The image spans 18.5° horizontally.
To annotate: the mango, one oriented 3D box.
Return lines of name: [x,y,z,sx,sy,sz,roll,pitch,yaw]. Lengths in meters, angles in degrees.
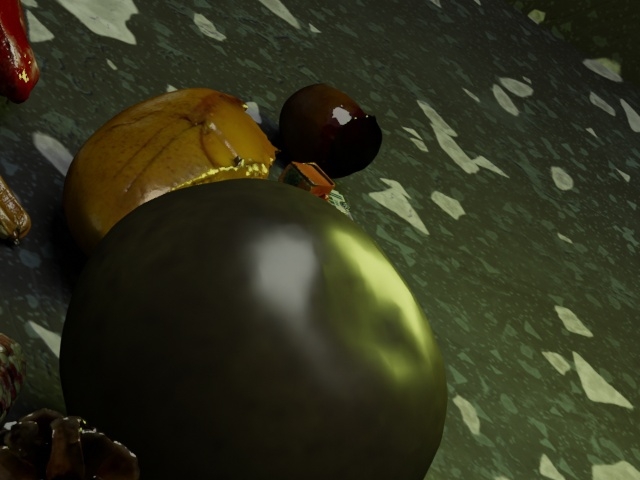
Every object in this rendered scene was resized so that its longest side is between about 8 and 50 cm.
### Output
mango: [-0.167,-0.049,2.133,0.350,0.199,0.201,-40,114,-60]

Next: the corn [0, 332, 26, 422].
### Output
corn: [-0.320,0.154,1.650,0.086,0.086,0.253,36,27,-5]

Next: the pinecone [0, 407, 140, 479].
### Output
pinecone: [-0.218,0.218,1.522,0.179,0.204,0.184,31,40,-8]

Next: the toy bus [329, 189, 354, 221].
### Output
toy bus: [0.009,-0.022,2.484,0.058,0.052,0.102,22,30,-35]

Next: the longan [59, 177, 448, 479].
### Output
longan: [-0.060,0.118,1.764,0.361,0.361,0.361,31,24,-16]

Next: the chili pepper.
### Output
chili pepper: [-0.386,-0.245,2.266,0.136,0.144,0.252,-7,57,-34]

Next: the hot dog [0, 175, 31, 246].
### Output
hot dog: [-0.347,-0.047,2.040,0.133,0.041,0.056,55,28,18]

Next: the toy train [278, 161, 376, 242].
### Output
toy train: [0.000,0.000,2.345,0.176,0.118,0.074,47,27,24]

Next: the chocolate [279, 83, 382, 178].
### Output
chocolate: [0.003,-0.148,2.631,0.127,0.124,0.133,9,5,-45]
